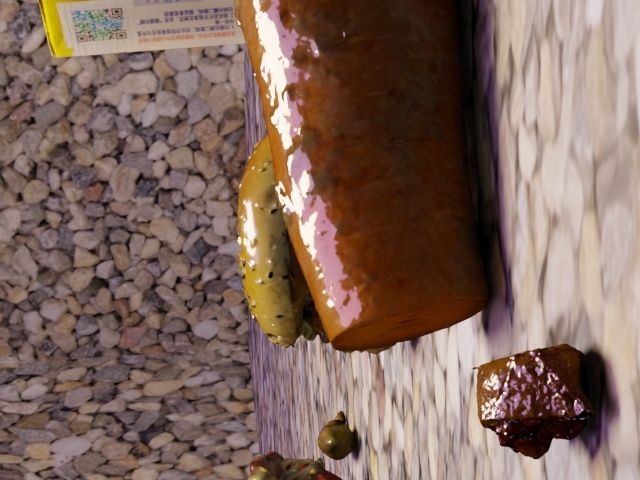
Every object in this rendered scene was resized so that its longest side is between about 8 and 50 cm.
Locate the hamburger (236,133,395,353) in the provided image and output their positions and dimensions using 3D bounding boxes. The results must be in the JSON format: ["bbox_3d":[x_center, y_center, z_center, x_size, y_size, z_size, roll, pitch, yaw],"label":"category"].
[{"bbox_3d":[0.000,0.000,1.299,0.185,0.113,0.177,-25,-71,-85],"label":"hamburger"}]

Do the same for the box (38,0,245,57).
[{"bbox_3d":[-0.093,-0.245,1.408,0.097,0.265,0.168,89,175,-57],"label":"box"}]

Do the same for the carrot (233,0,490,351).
[{"bbox_3d":[0.025,-0.095,1.007,0.139,0.139,0.302,101,157,-71],"label":"carrot"}]

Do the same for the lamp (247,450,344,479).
[{"bbox_3d":[-0.009,0.308,1.629,0.223,0.151,0.215,42,-147,-28],"label":"lamp"}]

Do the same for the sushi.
[{"bbox_3d":[0.093,0.072,0.767,0.099,0.050,0.047,55,-156,-80],"label":"sushi"}]

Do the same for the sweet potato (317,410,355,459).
[{"bbox_3d":[0.017,0.203,1.783,0.153,0.038,0.041,-18,-54,-87],"label":"sweet potato"}]
